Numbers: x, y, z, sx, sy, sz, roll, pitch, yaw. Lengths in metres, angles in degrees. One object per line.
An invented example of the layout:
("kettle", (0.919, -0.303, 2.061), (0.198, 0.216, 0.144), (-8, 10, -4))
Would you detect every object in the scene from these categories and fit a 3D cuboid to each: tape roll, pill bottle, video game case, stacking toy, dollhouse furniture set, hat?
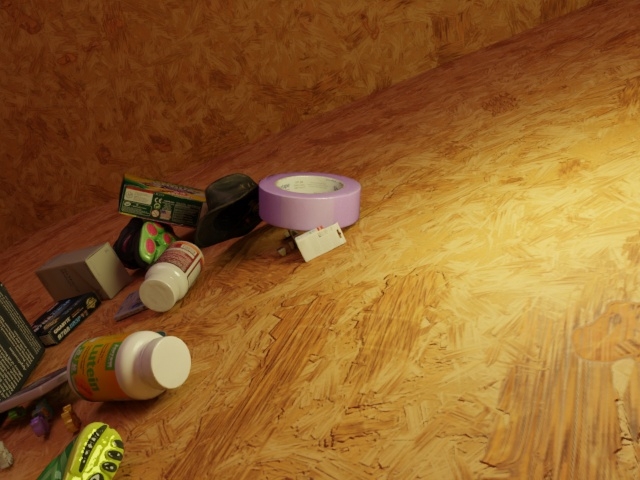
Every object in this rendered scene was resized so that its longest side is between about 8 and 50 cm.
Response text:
("tape roll", (-0.030, -0.111, 1.642), (0.275, 0.090, 0.275), (2, 20, -1))
("pill bottle", (-0.387, 0.256, 1.236), (0.246, 0.136, 0.136), (-12, 24, 33))
("video game case", (-0.521, 0.171, 1.786), (0.143, 0.019, 0.157), (-22, 19, 8))
("stacking toy", (-0.595, 0.382, 1.309), (0.167, 0.052, 0.221), (-27, 18, -9))
("video game case", (-0.640, 0.333, 1.414), (0.201, 0.023, 0.183), (-25, 4, 26))
("dollhouse furniture set", (-0.101, -0.022, 1.670), (0.091, 0.081, 0.114), (-29, 20, -10))
("pill bottle", (-0.413, 0.098, 1.687), (0.121, 0.121, 0.221), (-19, 21, 18))
("hat", (-0.257, -0.119, 1.805), (0.331, 0.134, 0.331), (-31, -13, -8))

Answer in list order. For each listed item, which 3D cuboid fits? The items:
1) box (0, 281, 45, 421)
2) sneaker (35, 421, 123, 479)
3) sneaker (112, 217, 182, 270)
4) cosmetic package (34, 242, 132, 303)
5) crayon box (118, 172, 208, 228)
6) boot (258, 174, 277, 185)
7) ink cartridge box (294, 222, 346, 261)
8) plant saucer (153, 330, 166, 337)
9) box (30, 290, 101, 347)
("box", (-1.028, 0.366, 1.495), (0.480, 0.297, 0.472), (-24, 18, 2))
("sneaker", (-0.409, 0.422, 0.939), (0.123, 0.109, 0.295), (-41, 12, 32))
("sneaker", (-0.585, 0.032, 2.049), (0.202, 0.185, 0.483), (-50, 22, -3))
("cosmetic package", (-0.800, 0.120, 2.044), (0.309, 0.160, 0.113), (-11, 25, 37))
("crayon box", (-0.504, -0.132, 2.101), (0.363, 0.106, 0.313), (12, 10, -20))
("boot", (-0.163, -0.173, 2.146), (0.198, 0.077, 0.137), (-14, 28, 33))
("ink cartridge box", (0.000, 0.000, 1.523), (0.115, 0.063, 0.029), (-26, 22, -2))
("plant saucer", (-0.413, 0.258, 1.433), (0.119, 0.021, 0.119), (-22, 20, 8))
("box", (-0.814, 0.251, 1.885), (0.175, 0.051, 0.220), (-15, 23, 28))
